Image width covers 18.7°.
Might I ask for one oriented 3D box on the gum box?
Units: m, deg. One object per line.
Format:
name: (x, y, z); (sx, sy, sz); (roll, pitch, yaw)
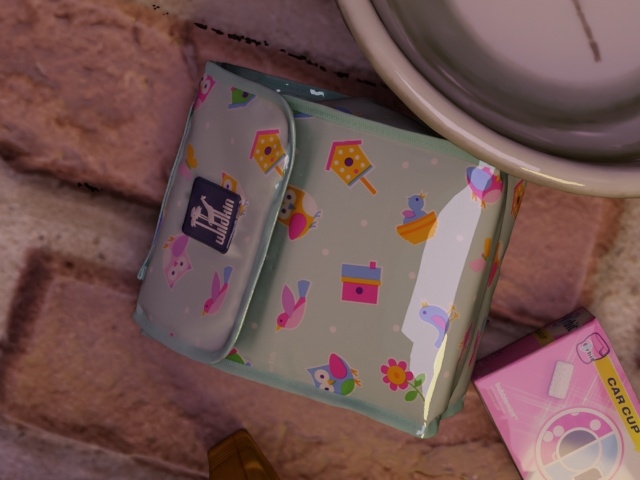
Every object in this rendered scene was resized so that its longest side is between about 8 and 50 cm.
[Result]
gum box: (0.204, 0.162, 1.518); (0.107, 0.062, 0.188); (-27, 98, 1)

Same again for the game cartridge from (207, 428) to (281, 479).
game cartridge: (0.017, 0.288, 1.392); (0.053, 0.323, 0.285); (-33, 99, 0)

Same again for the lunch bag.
lunch bag: (0.000, 0.000, 1.440); (0.262, 0.160, 0.223); (18, 100, 13)

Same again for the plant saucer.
plant saucer: (0.180, -0.207, 1.407); (0.401, 0.100, 0.400); (5, 70, -13)
